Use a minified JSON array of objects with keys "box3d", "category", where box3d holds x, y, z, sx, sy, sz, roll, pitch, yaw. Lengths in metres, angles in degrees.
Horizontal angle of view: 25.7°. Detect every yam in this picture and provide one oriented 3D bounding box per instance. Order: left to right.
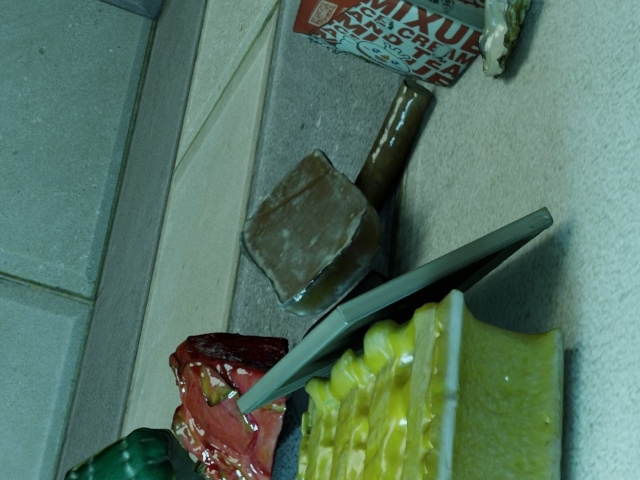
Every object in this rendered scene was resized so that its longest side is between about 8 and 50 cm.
[{"box3d":[0.067,-0.074,1.724,0.046,0.046,0.264,-105,37,-62],"category":"yam"}]

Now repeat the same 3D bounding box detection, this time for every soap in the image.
[{"box3d":[0.075,0.243,1.172,0.293,0.156,0.335,-44,32,52],"category":"soap"}]

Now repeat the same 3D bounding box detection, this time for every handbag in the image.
[{"box3d":[0.083,-0.276,1.670,0.298,0.171,0.151,-130,61,-73],"category":"handbag"}]

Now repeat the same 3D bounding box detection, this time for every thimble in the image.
[{"box3d":[-0.221,0.374,1.809,0.167,0.254,0.288,-28,29,0],"category":"thimble"}]

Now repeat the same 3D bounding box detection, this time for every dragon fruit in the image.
[{"box3d":[-0.126,0.228,1.769,0.317,0.152,0.205,-130,49,-86],"category":"dragon fruit"}]

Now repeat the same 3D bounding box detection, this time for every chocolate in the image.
[{"box3d":[0.000,0.002,1.658,0.157,0.080,0.254,-45,27,4],"category":"chocolate"}]

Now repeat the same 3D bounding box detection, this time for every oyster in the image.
[{"box3d":[0.193,-0.239,1.489,0.121,0.045,0.146,-46,38,51],"category":"oyster"}]

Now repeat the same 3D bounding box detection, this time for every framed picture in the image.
[{"box3d":[0.062,0.072,1.315,0.024,0.232,0.315,61,153,11],"category":"framed picture"}]

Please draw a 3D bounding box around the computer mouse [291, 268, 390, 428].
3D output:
[{"box3d":[0.021,0.142,1.591,0.264,0.088,0.147,-55,25,38],"category":"computer mouse"}]
